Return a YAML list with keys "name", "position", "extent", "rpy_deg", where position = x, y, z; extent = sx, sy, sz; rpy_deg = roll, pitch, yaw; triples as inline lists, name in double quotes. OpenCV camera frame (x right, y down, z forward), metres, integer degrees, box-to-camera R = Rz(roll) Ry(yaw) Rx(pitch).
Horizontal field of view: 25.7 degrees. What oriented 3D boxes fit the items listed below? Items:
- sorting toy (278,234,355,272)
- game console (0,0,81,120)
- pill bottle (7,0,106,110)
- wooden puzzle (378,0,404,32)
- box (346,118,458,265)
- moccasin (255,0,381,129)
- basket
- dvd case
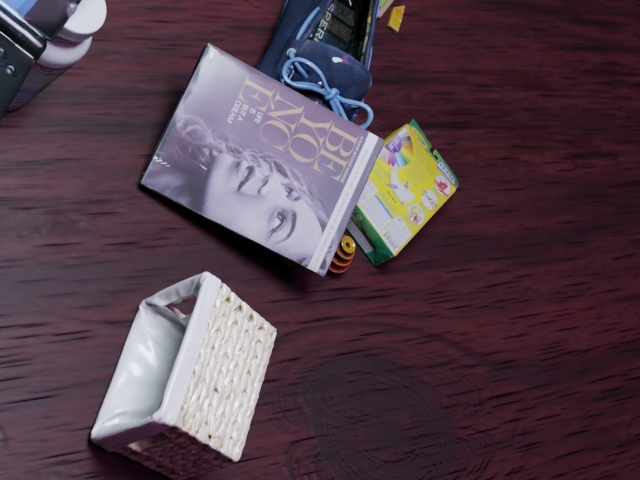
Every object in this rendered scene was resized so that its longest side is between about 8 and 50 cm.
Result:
- name: "sorting toy"
  position: [0.000, 0.000, 1.547]
  extent: [0.102, 0.042, 0.061]
  rpy_deg: [12, 63, -38]
- name: "game console"
  position: [-0.315, -0.266, 1.119]
  extent: [0.293, 0.173, 0.250]
  rpy_deg: [38, 24, -17]
- name: "pill bottle"
  position: [-0.270, -0.190, 1.312]
  extent: [0.087, 0.160, 0.087]
  rpy_deg: [19, 58, -35]
- name: "wooden puzzle"
  position: [0.069, -0.324, 1.780]
  extent: [0.116, 0.014, 0.078]
  rpy_deg: [42, 48, -19]
- name: "box"
  position: [0.089, -0.062, 1.657]
  extent: [0.105, 0.043, 0.179]
  rpy_deg: [54, 48, -8]
- name: "moccasin"
  position: [-0.008, -0.189, 1.573]
  extent: [0.137, 0.117, 0.342]
  rpy_deg: [26, 57, -31]
- name: "basket"
  position: [-0.125, 0.133, 1.327]
  extent: [0.103, 0.113, 0.167]
  rpy_deg: [38, 49, -27]
- name: "dvd case"
  position: [-0.058, -0.083, 1.476]
  extent: [0.221, 0.018, 0.164]
  rpy_deg: [28, 80, -17]
